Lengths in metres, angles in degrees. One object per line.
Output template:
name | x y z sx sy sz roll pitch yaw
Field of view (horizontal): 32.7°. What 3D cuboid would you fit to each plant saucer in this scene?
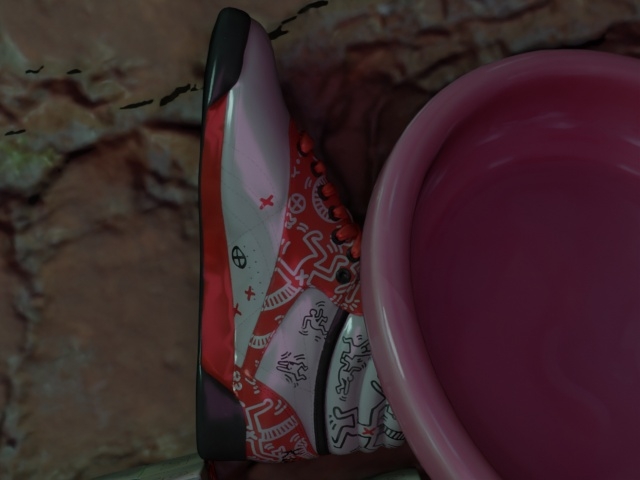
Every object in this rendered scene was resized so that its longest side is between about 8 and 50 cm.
plant saucer | 0.170 0.051 0.601 0.332 0.084 0.332 9 61 -17

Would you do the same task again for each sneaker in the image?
sneaker | 0.000 0.001 0.652 0.145 0.090 0.270 1 98 -5

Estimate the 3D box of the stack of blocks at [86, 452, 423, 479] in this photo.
stack of blocks | -0.071 0.220 0.657 0.297 0.087 0.171 -13 90 0
